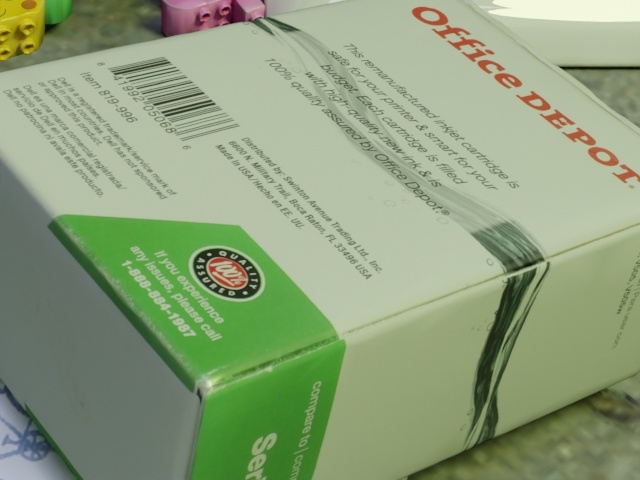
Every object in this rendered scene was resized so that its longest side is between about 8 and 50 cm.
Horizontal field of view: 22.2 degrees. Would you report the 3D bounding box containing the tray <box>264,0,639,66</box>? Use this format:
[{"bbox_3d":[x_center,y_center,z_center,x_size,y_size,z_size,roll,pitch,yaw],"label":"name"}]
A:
[{"bbox_3d":[0.107,-0.138,0.740,0.270,0.030,0.145,-1,49,-8],"label":"tray"}]

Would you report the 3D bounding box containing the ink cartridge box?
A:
[{"bbox_3d":[0.000,0.000,0.539,0.208,0.087,0.153,-17,47,-34],"label":"ink cartridge box"}]

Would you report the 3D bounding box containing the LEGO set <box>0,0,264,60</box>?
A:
[{"bbox_3d":[-0.114,-0.097,0.638,0.227,0.087,0.093,-21,55,-22],"label":"LEGO set"}]

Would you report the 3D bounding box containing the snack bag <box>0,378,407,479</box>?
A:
[{"bbox_3d":[-0.174,0.137,0.465,0.343,0.037,0.323,17,50,7],"label":"snack bag"}]
